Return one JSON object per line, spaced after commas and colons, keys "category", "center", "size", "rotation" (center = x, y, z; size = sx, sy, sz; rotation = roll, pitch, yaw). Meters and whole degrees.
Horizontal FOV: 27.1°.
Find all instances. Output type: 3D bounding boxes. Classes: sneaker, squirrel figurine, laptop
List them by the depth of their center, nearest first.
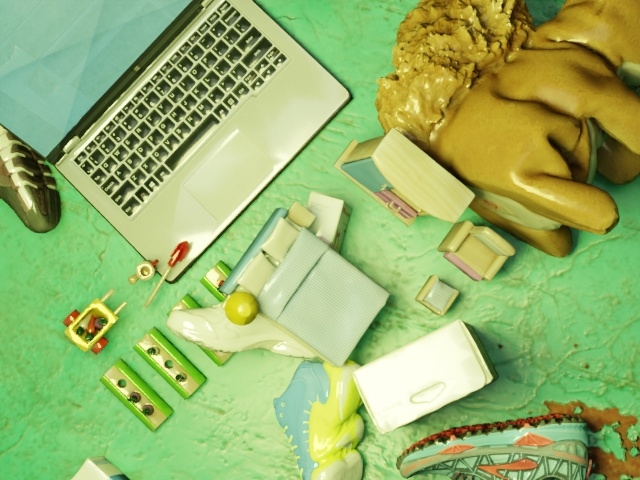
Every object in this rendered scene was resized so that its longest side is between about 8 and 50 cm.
{"category": "squirrel figurine", "center": [0.280, -0.223, 1.746], "size": [0.397, 0.281, 0.371], "rotation": [28, 83, 9]}
{"category": "sneaker", "center": [0.232, 0.307, 1.775], "size": [0.261, 0.104, 0.125], "rotation": [-9, 84, 9]}
{"category": "sneaker", "center": [-0.098, 0.097, 1.827], "size": [0.232, 0.090, 0.115], "rotation": [6, 91, -23]}
{"category": "sneaker", "center": [-0.007, 0.275, 1.840], "size": [0.126, 0.091, 0.240], "rotation": [12, 92, 35]}
{"category": "laptop", "center": [-0.243, -0.220, 1.844], "size": [0.408, 0.236, 0.382], "rotation": [45, 93, 11]}
{"category": "sneaker", "center": [-0.498, -0.101, 1.952], "size": [0.162, 0.106, 0.281], "rotation": [-32, 70, 11]}

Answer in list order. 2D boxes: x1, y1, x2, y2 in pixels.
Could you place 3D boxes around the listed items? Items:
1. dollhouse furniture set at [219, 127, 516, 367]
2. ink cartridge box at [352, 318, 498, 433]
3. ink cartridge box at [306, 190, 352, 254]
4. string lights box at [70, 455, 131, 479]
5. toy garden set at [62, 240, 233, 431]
{"category": "dollhouse furniture set", "center": [0.066, 0.051, 1.718], "size": [0.286, 0.198, 0.303], "rotation": [38, 82, -10]}
{"category": "ink cartridge box", "center": [0.142, 0.178, 1.744], "size": [0.160, 0.219, 0.093], "rotation": [-27, 81, 5]}
{"category": "ink cartridge box", "center": [0.000, 0.000, 1.853], "size": [0.052, 0.088, 0.123], "rotation": [14, 87, 10]}
{"category": "string lights box", "center": [-0.260, 0.435, 1.856], "size": [0.259, 0.077, 0.133], "rotation": [39, 91, 11]}
{"category": "toy garden set", "center": [-0.225, 0.118, 1.875], "size": [0.244, 0.049, 0.204], "rotation": [-45, 92, 3]}
